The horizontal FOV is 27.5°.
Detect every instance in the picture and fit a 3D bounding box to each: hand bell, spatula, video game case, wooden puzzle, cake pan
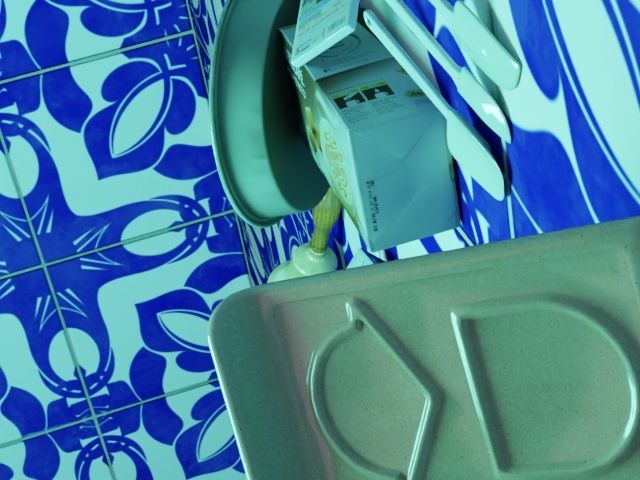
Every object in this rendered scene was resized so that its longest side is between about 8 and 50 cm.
[{"bbox_3d":[0.000,0.000,1.901,0.242,0.126,0.126,104,151,-48],"label":"hand bell"},{"bbox_3d":[0.091,-0.160,1.095,0.242,0.019,0.168,54,164,33],"label":"spatula"},{"bbox_3d":[0.009,-0.236,1.281,0.087,0.011,0.122,-27,45,44],"label":"video game case"},{"bbox_3d":[0.120,0.157,0.834,0.080,0.347,0.322,-25,-79,-57],"label":"wooden puzzle"},{"bbox_3d":[-0.038,-0.159,1.459,0.293,0.054,0.293,3,-90,-69],"label":"cake pan"}]

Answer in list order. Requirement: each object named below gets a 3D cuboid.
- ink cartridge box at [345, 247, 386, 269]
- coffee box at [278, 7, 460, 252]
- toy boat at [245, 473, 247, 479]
[{"bbox_3d":[0.024,0.118,1.619,0.207,0.046,0.097,-59,20,8],"label":"ink cartridge box"},{"bbox_3d":[0.046,-0.117,1.303,0.246,0.098,0.141,-118,15,-54],"label":"coffee box"},{"bbox_3d":[0.032,0.285,1.270,0.267,0.148,0.318,47,-151,-71],"label":"toy boat"}]
